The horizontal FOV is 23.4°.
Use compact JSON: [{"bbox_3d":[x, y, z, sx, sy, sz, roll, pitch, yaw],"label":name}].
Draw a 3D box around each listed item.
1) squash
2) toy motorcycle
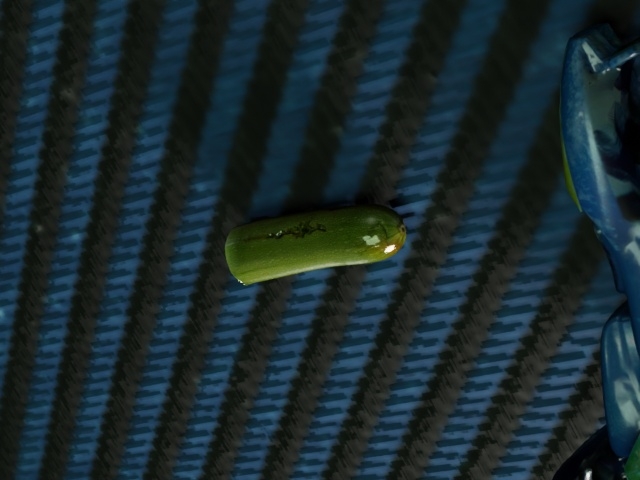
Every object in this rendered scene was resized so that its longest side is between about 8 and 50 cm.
[{"bbox_3d":[0.000,0.000,0.656,0.083,0.027,0.027,-10,118,32],"label":"squash"},{"bbox_3d":[0.144,0.044,0.574,0.135,0.092,0.254,6,117,36],"label":"toy motorcycle"}]
